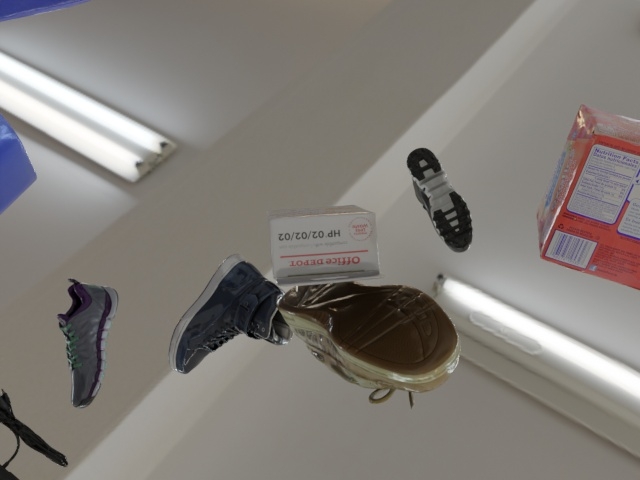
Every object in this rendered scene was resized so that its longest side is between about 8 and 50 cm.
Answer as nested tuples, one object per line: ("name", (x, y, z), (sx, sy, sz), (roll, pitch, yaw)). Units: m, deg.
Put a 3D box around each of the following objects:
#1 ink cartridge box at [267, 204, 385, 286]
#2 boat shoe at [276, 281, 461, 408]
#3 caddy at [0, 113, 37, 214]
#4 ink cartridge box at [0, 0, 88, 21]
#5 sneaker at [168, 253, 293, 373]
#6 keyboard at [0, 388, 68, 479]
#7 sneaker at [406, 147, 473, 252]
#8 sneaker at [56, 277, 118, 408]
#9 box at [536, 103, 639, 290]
("ink cartridge box", (0.000, 0.000, 0.682), (0.105, 0.061, 0.181), (-5, -173, -5))
("boat shoe", (0.052, 0.103, 0.699), (0.105, 0.089, 0.285), (-30, -160, -19))
("caddy", (-0.529, -0.119, 0.869), (0.241, 0.341, 0.179), (40, -111, -1))
("ink cartridge box", (-0.232, -0.309, 0.464), (0.151, 0.269, 0.395), (-10, -151, 5))
("sneaker", (-0.143, 0.155, 1.092), (0.163, 0.086, 0.226), (34, -86, 28))
("keyboard", (-0.500, 0.364, 1.021), (0.317, 0.033, 0.201), (42, -107, -1))
("sneaker", (0.252, -0.077, 1.384), (0.078, 0.106, 0.234), (-25, -107, 3))
("sneaker", (-0.434, 0.181, 1.182), (0.083, 0.098, 0.223), (-18, -122, 41))
("box", (0.406, -0.026, 0.719), (0.300, 0.154, 0.142), (17, -153, 8))
